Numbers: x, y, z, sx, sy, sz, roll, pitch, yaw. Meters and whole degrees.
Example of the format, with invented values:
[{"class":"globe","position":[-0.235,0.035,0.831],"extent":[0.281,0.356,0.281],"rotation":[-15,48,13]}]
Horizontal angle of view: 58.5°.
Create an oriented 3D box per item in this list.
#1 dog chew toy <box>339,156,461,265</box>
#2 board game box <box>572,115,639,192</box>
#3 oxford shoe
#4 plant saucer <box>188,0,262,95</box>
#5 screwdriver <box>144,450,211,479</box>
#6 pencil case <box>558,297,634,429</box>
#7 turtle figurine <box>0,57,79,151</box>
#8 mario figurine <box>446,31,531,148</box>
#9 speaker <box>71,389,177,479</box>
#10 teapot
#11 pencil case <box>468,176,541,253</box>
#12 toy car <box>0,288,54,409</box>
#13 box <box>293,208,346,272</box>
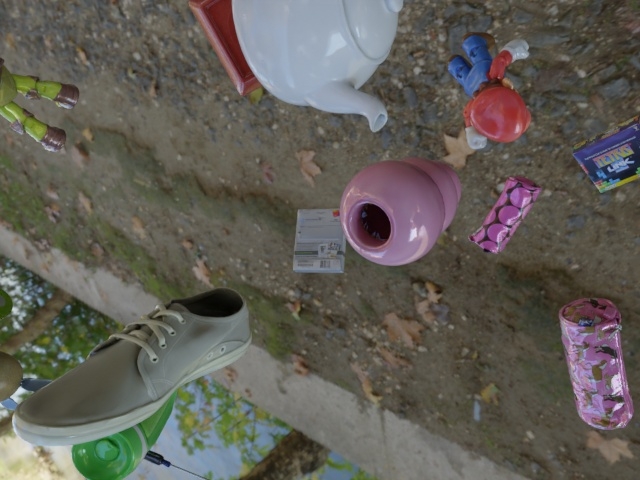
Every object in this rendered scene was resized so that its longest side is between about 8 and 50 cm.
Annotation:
[{"class":"dog chew toy","position":[0.186,-0.078,1.173],"extent":[0.207,0.332,0.206],"rotation":[15,116,32]},{"class":"board game box","position":[0.753,-0.213,1.439],"extent":[0.141,0.048,0.170],"rotation":[45,138,-15]},{"class":"oxford shoe","position":[-0.272,0.176,0.909],"extent":[0.169,0.449,0.130],"rotation":[16,111,28]},{"class":"plant saucer","position":[-0.149,-0.519,1.371],"extent":[0.259,0.047,0.258],"rotation":[-26,107,10]},{"class":"screwdriver","position":[-0.299,0.472,1.184],"extent":[0.170,0.025,0.024],"rotation":[21,93,8]},{"class":"pencil case","position":[0.825,0.368,1.705],"extent":[0.160,0.167,0.386],"rotation":[-15,107,7]},{"class":"turtle figurine","position":[-0.448,-0.223,0.783],"extent":[0.087,0.217,0.269],"rotation":[-8,72,37]},{"class":"mario figurine","position":[0.406,-0.339,1.327],"extent":[0.198,0.170,0.320],"rotation":[75,-174,-50]},{"class":"speaker","position":[-0.363,0.331,1.094],"extent":[0.296,0.131,0.131],"rotation":[-93,-18,-79]},{"class":"teapot","position":[0.020,-0.310,0.760],"extent":[0.187,0.252,0.256],"rotation":[-2,133,33]},{"class":"pencil case","position":[0.470,-0.068,1.466],"extent":[0.098,0.095,0.209],"rotation":[23,110,-10]},{"class":"toy car","position":[-0.520,0.196,0.902],"extent":[0.155,0.149,0.188],"rotation":[-28,124,13]},{"class":"box","position":[0.000,0.000,1.656],"extent":[0.145,0.038,0.186],"rotation":[-1,73,15]}]
